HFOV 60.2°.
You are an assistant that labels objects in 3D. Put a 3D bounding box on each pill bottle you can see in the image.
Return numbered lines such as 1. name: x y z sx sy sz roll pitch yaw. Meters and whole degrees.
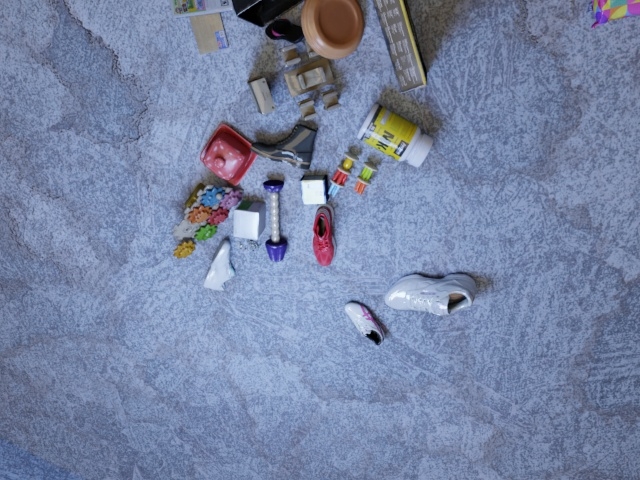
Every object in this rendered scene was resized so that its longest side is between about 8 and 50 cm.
1. pill bottle: 0.224 -0.311 1.650 0.208 0.119 0.119 28 115 -2

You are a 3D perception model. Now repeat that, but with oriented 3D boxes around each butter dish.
1. butter dish: -0.307 -0.262 1.769 0.160 0.118 0.160 38 115 -6

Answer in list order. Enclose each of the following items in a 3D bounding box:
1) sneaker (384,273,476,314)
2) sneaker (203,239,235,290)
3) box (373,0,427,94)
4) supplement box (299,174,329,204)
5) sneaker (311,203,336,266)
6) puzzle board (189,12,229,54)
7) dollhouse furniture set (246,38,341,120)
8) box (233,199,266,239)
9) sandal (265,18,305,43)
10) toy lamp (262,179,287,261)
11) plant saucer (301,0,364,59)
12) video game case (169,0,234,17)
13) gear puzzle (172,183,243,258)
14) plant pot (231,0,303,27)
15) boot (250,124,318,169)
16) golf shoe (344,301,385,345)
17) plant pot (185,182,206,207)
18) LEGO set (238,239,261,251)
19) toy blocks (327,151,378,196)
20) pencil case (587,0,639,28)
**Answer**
1. sneaker: 0.358 0.183 1.819 0.305 0.152 0.114 -10 113 16
2. sneaker: -0.342 0.092 1.960 0.094 0.080 0.212 20 123 -12
3. box: 0.206 -0.571 1.466 0.079 0.257 0.322 -16 109 15
4. supplement box: -0.019 -0.165 1.791 0.083 0.056 0.083 0 113 10
5. sneaker: 0.000 0.000 1.818 0.087 0.128 0.221 -1 111 12
6. puzzle board: -0.338 -0.638 1.672 0.096 0.011 0.128 -9 112 13
7. dollhouse furniture set: -0.086 -0.469 1.654 0.242 0.161 0.212 -22 109 -5
8. box: -0.236 -0.069 1.847 0.087 0.101 0.102 9 114 6
9. sandal: -0.106 -0.604 1.573 0.040 0.179 0.067 30 93 -44
10. toy lamp: -0.151 -0.061 1.849 0.080 0.080 0.275 3 114 9
11. plant saucer: 0.042 -0.610 1.535 0.199 0.037 0.200 -5 101 -27
12. video game case: -0.358 -0.771 1.606 0.193 0.023 0.213 -2 109 11
13. gear puzzle: -0.399 -0.049 1.856 0.339 0.175 0.044 -49 61 24
14. plant pot: -0.155 -0.724 1.519 0.187 0.188 0.167 -25 92 20
15. boot: -0.113 -0.317 1.742 0.197 0.077 0.137 14 111 -10
16. golf shoe: 0.157 0.290 1.939 0.186 0.086 0.067 42 115 -7
17. plant pot: -0.409 -0.130 1.863 0.081 0.083 0.081 39 115 -7
18. LEGO set: -0.248 0.020 1.930 0.083 0.023 0.054 -21 108 18
19. toy blocks: 0.098 -0.191 1.759 0.123 0.054 0.148 28 115 -1
20. pencil case: 0.819 -0.623 1.415 0.236 0.104 0.105 -10 111 13
